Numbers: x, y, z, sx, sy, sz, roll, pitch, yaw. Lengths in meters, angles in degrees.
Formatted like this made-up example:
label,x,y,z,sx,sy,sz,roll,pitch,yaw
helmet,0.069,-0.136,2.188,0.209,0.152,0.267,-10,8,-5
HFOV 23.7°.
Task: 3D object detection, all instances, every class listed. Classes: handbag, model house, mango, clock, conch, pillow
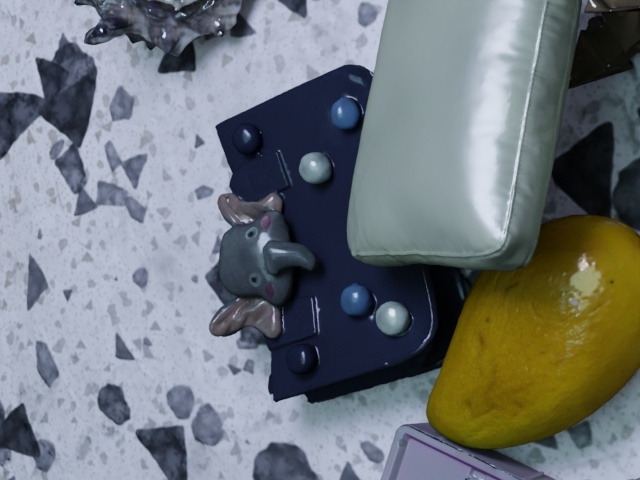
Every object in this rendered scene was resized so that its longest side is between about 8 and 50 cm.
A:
label,x,y,z,sx,sy,sz,roll,pitch,yaw
handbag,0.000,0.000,1.622,0.269,0.118,0.325,-21,75,32
model house,0.297,-0.212,1.419,0.248,0.176,0.181,-45,65,42
mango,0.216,0.091,1.472,0.176,0.119,0.317,48,117,17
clock,0.152,0.283,1.539,0.197,0.063,0.150,22,100,32
conch,-0.165,-0.349,1.711,0.241,0.186,0.313,17,79,6
pillow,0.131,-0.131,1.430,0.255,0.120,0.322,2,77,56

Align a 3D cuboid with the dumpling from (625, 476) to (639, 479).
label,x,y,z,sx,sy,sz,roll,pitch,yaw
dumpling,0.373,0.268,1.344,0.258,0.147,0.193,-9,89,40
